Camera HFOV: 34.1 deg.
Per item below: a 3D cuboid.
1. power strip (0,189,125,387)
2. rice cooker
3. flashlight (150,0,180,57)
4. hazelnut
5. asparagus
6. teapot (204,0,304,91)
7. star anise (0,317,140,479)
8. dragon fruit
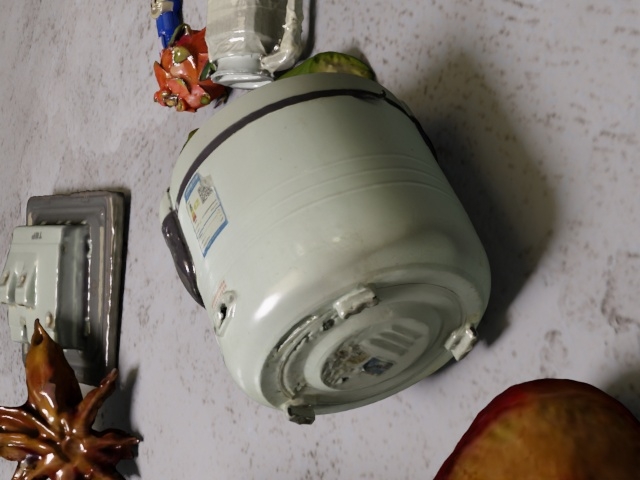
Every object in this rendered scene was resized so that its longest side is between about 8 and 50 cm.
[{"bbox_3d":[-0.355,0.059,1.391,0.257,0.092,0.251,-1,81,50],"label":"power strip"},{"bbox_3d":[0.000,0.000,0.814,0.226,0.226,0.244,-51,50,36],"label":"rice cooker"},{"bbox_3d":[-0.185,-0.254,1.250,0.057,0.035,0.121,-32,59,46],"label":"flashlight"},{"bbox_3d":[0.146,0.188,0.643,0.178,0.178,0.204,-25,60,49],"label":"hazelnut"},{"bbox_3d":[-0.054,-0.118,1.032,0.277,0.060,0.067,-29,52,48],"label":"asparagus"},{"bbox_3d":[-0.059,-0.256,1.052,0.107,0.077,0.200,0,85,34],"label":"teapot"},{"bbox_3d":[-0.333,0.273,1.263,0.148,0.237,0.346,-127,35,-84],"label":"star anise"},{"bbox_3d":[-0.134,-0.195,1.138,0.081,0.086,0.116,-62,-9,-85],"label":"dragon fruit"}]
